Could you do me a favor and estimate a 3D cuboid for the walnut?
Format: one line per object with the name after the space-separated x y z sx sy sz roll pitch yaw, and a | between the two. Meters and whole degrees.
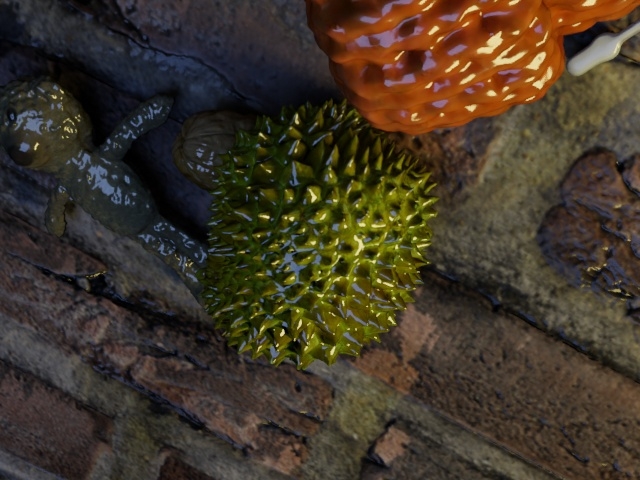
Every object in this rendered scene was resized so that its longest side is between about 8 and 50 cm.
-0.086 -0.081 0.993 0.096 0.082 0.079 8 155 -33 | walnut

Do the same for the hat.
0.172 -0.240 0.739 0.400 0.285 0.285 -12 116 4 | hat

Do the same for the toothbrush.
0.312 -0.211 0.808 0.304 0.030 0.030 -33 105 32 | toothbrush

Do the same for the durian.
-0.001 0.004 0.953 0.176 0.200 0.237 38 118 29 | durian

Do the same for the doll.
-0.206 -0.040 1.067 0.203 0.091 0.286 -3 129 33 | doll
